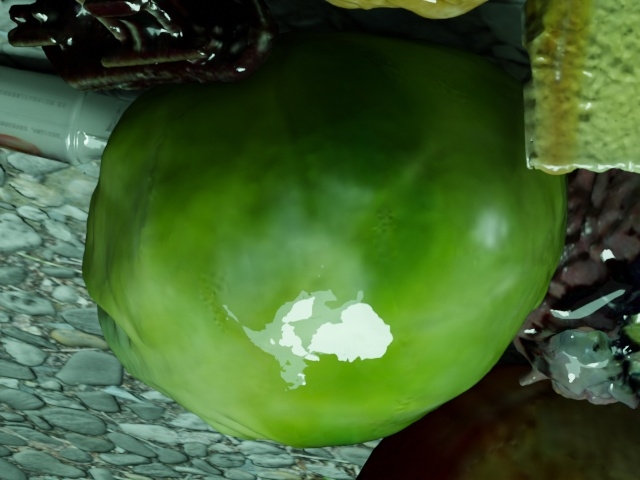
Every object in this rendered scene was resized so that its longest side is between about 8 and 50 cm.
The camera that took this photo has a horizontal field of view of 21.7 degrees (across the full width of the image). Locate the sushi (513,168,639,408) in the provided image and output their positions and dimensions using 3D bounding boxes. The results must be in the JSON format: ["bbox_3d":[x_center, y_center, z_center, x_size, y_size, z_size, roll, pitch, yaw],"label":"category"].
[{"bbox_3d":[0.254,0.010,1.167,0.237,0.170,0.270,26,146,-26],"label":"sushi"}]

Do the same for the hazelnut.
[{"bbox_3d":[0.225,0.290,1.559,0.421,0.352,0.421,-1,177,0],"label":"hazelnut"}]

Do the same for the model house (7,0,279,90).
[{"bbox_3d":[-0.142,-0.175,0.993,0.203,0.141,0.164,-7,155,36],"label":"model house"}]

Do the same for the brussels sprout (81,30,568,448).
[{"bbox_3d":[0.000,0.000,1.100,0.344,0.268,0.344,-13,176,-1],"label":"brussels sprout"}]

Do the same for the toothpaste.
[{"bbox_3d":[-0.286,-0.110,1.274,0.323,0.066,0.100,12,159,9],"label":"toothpaste"}]

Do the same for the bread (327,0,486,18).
[{"bbox_3d":[0.049,-0.196,0.889,0.229,0.143,0.139,7,165,18],"label":"bread"}]

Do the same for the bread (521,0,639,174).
[{"bbox_3d":[0.191,-0.101,1.004,0.147,0.152,0.127,7,164,10],"label":"bread"}]
